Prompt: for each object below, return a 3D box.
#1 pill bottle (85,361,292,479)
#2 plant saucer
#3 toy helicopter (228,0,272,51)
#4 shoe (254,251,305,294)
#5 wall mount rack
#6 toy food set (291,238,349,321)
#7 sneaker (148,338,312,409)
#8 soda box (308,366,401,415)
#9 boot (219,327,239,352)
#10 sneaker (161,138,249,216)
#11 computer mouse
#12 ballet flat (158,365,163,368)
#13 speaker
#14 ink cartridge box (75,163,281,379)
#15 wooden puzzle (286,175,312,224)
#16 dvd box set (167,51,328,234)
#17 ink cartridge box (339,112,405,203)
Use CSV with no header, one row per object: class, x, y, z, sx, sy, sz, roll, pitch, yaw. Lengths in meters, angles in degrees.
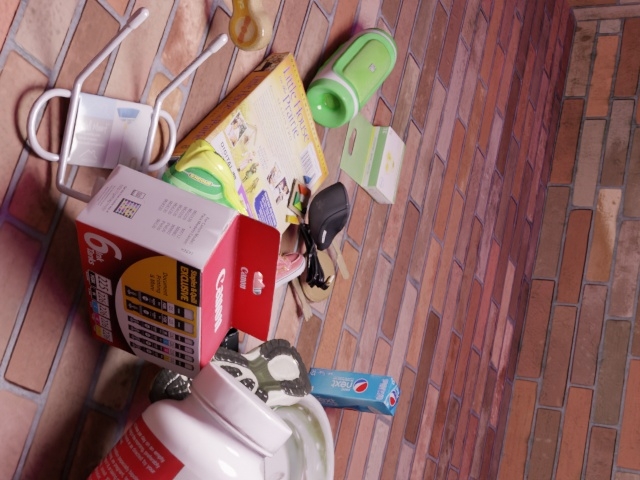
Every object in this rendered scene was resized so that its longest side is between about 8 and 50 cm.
pill bottle,-0.237,0.396,1.479,0.407,0.229,0.229,-50,143,-5
plant saucer,-0.105,0.507,2.011,0.400,0.101,0.400,-12,103,-61
toy helicopter,-0.128,-0.520,1.733,0.140,0.235,0.355,-33,121,-56
shoe,-0.091,0.044,2.027,0.178,0.063,0.081,-35,127,-50
wall mount rack,-0.291,-0.209,1.542,0.350,0.130,0.304,0,106,-62
toy food set,-0.012,0.084,2.211,0.192,0.039,0.132,-44,123,-44
sneaker,-0.183,0.295,1.771,0.410,0.182,0.158,5,51,-57
soda box,0.071,0.344,2.196,0.071,0.210,0.067,58,45,-46
boot,-0.172,0.222,1.918,0.121,0.045,0.099,-19,113,-52
sneaker,-0.196,-0.056,1.618,0.123,0.109,0.295,-33,148,-10
computer mouse,0.000,0.000,2.039,0.060,0.262,0.184,-2,68,-20
ballet flat,-0.230,0.137,1.777,0.080,0.073,0.232,53,48,-47
speaker,0.074,-0.379,2.223,0.296,0.131,0.131,-54,137,-44
ink cartridge box,-0.216,0.069,1.488,0.309,0.272,0.130,99,15,-51
wooden puzzle,-0.041,-0.086,2.029,0.078,0.014,0.116,29,68,-59
dvd box set,-0.131,-0.149,1.941,0.420,0.062,0.307,-55,138,-43
ink cartridge box,0.136,-0.212,2.423,0.235,0.056,0.171,39,60,-58
